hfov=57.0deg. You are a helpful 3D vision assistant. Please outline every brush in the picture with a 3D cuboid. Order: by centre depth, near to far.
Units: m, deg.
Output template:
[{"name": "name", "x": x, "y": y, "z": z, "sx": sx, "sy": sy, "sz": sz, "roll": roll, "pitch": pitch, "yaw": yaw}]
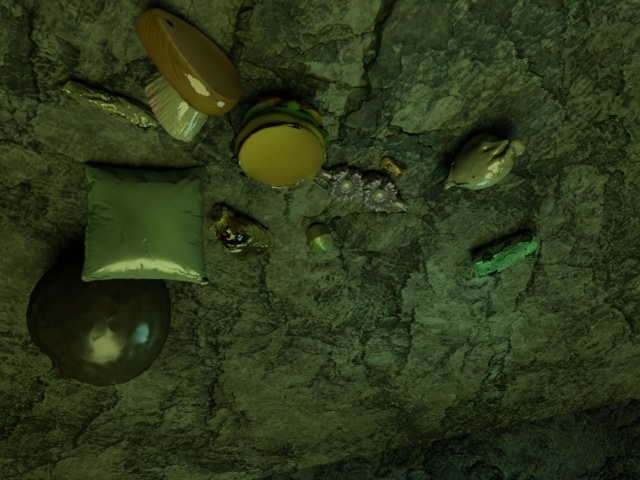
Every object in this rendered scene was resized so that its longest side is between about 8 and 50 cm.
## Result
[{"name": "brush", "x": -0.309, "y": -0.359, "z": 1.265, "sx": 0.166, "sy": 0.174, "sz": 0.266, "roll": -26, "pitch": 127, "yaw": 28}]

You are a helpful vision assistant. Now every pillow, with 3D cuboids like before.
[{"name": "pillow", "x": -0.440, "y": -0.042, "z": 1.491, "sx": 0.312, "sy": 0.310, "sz": 0.119, "roll": 0, "pitch": 170, "yaw": -11}]

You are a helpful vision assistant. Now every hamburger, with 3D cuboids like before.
[{"name": "hamburger", "x": -0.092, "y": -0.250, "z": 1.425, "sx": 0.237, "sy": 0.149, "sz": 0.237, "roll": -2, "pitch": 143, "yaw": -2}]

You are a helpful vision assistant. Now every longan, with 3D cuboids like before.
[{"name": "longan", "x": -0.601, "y": 0.206, "z": 1.616, "sx": 0.391, "sy": 0.391, "sz": 0.391, "roll": -6, "pitch": 136, "yaw": -6}]

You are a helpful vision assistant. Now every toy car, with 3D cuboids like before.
[{"name": "toy car", "x": 0.597, "y": 0.040, "z": 1.916, "sx": 0.224, "sy": 0.076, "sz": 0.090, "roll": -27, "pitch": 133, "yaw": 5}]

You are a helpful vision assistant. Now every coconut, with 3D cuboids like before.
[{"name": "coconut", "x": 0.000, "y": 0.000, "z": 1.750, "sx": 0.083, "sy": 0.081, "sz": 0.082, "roll": -33, "pitch": 146, "yaw": 9}]

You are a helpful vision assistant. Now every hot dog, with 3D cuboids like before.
[{"name": "hot dog", "x": 0.205, "y": -0.198, "z": 1.620, "sx": 0.090, "sy": 0.034, "sz": 0.030, "roll": 22, "pitch": 128, "yaw": -31}]

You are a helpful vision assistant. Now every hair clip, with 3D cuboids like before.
[{"name": "hair clip", "x": 0.120, "y": -0.147, "z": 1.635, "sx": 0.292, "sy": 0.084, "sz": 0.106, "roll": 15, "pitch": 113, "yaw": -19}]

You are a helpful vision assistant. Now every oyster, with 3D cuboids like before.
[{"name": "oyster", "x": -0.232, "y": -0.005, "z": 1.687, "sx": 0.161, "sy": 0.107, "sz": 0.233, "roll": -28, "pitch": 137, "yaw": 6}]

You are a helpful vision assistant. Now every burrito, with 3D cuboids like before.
[{"name": "burrito", "x": -0.478, "y": -0.306, "z": 1.355, "sx": 0.229, "sy": 0.058, "sz": 0.063, "roll": 16, "pitch": 125, "yaw": -29}]

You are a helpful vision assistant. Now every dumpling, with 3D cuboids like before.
[{"name": "dumpling", "x": 0.443, "y": -0.209, "z": 1.600, "sx": 0.247, "sy": 0.142, "sz": 0.172, "roll": -26, "pitch": 168, "yaw": 34}]
